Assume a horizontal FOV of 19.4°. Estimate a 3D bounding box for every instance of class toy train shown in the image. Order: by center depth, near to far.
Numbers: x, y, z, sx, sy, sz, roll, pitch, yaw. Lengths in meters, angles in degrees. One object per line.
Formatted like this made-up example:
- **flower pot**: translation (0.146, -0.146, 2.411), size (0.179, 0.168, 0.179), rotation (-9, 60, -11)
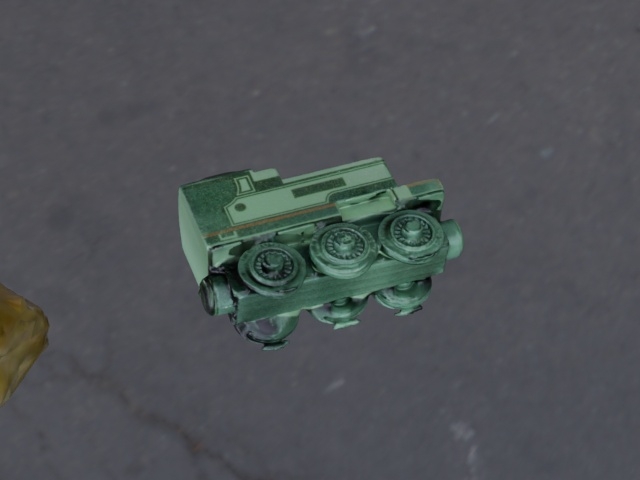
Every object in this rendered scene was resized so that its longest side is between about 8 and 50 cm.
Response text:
- **toy train**: translation (0.000, 0.000, 0.568), size (0.083, 0.053, 0.033), rotation (-14, 140, -16)

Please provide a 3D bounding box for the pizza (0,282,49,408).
- **pizza**: translation (-0.201, 0.042, 0.366), size (0.085, 0.305, 0.161), rotation (108, 147, -47)
